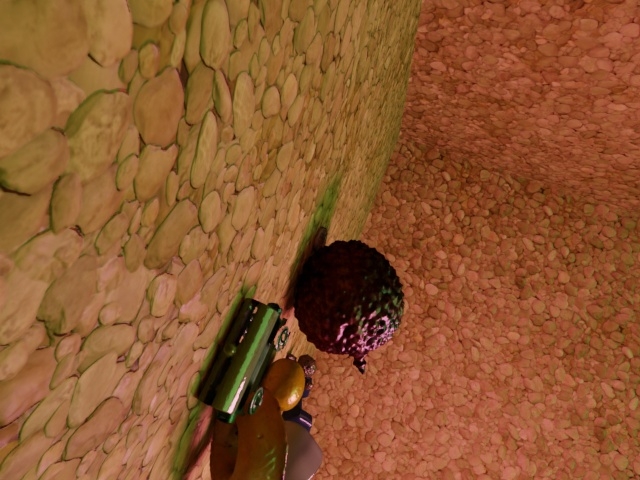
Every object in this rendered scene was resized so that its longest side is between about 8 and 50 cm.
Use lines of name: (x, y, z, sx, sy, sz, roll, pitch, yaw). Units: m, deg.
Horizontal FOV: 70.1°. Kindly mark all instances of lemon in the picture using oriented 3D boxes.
lemon: (-0.139, 0.531, 1.689, 0.207, 0.169, 0.170, -71, 174, -47)

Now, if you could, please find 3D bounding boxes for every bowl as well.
bowl: (-0.186, 0.766, 1.647, 0.185, 0.353, 0.354, 66, 14, -1)

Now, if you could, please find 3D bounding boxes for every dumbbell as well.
dumbbell: (-0.114, 0.766, 2.145, 0.143, 0.156, 0.316, -43, -159, 18)

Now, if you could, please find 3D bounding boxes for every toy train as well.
toy train: (-0.169, 0.281, 1.085, 0.190, 0.126, 0.308, 86, 26, -67)

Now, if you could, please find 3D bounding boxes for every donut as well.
donut: (-0.198, 0.537, 1.174, 0.302, 0.110, 0.304, -24, -120, 52)

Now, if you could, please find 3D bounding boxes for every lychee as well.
lychee: (0.107, 0.245, 1.686, 0.424, 0.423, 0.501, 51, 32, -79)

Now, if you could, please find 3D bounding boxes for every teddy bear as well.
teddy bear: (-0.122, 0.607, 2.068, 0.251, 0.129, 0.182, -24, 96, -49)

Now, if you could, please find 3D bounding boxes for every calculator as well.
calculator: (0.000, 0.000, 1.769, 0.166, 0.024, 0.103, 64, 46, -74)
